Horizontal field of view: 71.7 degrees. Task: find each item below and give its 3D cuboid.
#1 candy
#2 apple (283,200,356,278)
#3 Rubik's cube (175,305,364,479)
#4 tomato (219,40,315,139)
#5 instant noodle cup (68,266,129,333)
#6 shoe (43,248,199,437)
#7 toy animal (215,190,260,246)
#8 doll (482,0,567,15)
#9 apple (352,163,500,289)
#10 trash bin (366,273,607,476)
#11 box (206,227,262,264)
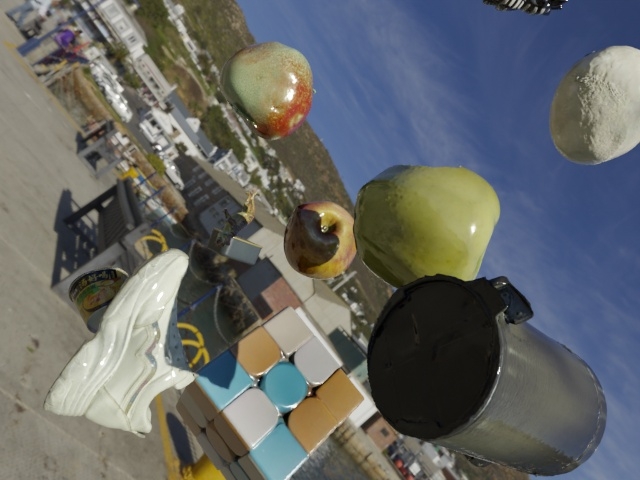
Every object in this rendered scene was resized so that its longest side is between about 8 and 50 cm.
[{"bbox_3d":[0.683,-0.314,1.058,0.296,0.295,0.185,57,-3,-32],"label":"candy"},{"bbox_3d":[0.000,0.000,1.209,0.211,0.211,0.188,50,-22,13],"label":"apple"},{"bbox_3d":[-0.152,0.456,1.245,0.344,0.346,0.347,51,-40,11],"label":"Rubik's cube"},{"bbox_3d":[-0.169,-0.472,1.406,0.304,0.303,0.239,53,17,-3],"label":"tomato"},{"bbox_3d":[-0.556,0.162,1.146,0.122,0.151,0.151,53,-7,33],"label":"instant noodle cup"},{"bbox_3d":[-0.312,0.191,0.824,0.210,0.342,0.132,35,-17,-17],"label":"shoe"},{"bbox_3d":[-0.279,-0.076,1.492,0.056,0.241,0.099,21,-39,26],"label":"toy animal"},{"bbox_3d":[0.557,-0.658,1.213,0.091,0.219,0.067,172,-76,-84],"label":"doll"},{"bbox_3d":[0.196,-0.015,0.839,0.279,0.279,0.279,50,-9,11],"label":"apple"},{"bbox_3d":[0.225,0.193,0.605,0.301,0.252,0.203,31,19,-34],"label":"trash bin"},{"bbox_3d":[-0.355,0.027,1.825,0.144,0.090,0.201,21,-1,40],"label":"box"}]
